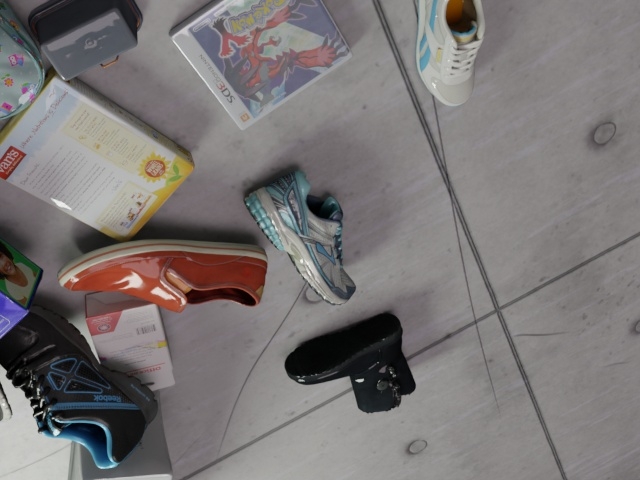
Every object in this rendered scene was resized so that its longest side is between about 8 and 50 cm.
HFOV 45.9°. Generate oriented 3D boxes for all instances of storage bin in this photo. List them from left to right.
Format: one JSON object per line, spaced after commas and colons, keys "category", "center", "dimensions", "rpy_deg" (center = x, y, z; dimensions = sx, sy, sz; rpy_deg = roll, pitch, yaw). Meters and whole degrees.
{"category": "storage bin", "center": [-0.291, -0.257, 0.956], "dimensions": [0.135, 0.091, 0.098], "rpy_deg": [-26, 130, 1]}

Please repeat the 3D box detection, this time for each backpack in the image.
{"category": "backpack", "center": [-0.423, -0.232, 0.911], "dimensions": [0.152, 0.115, 0.182], "rpy_deg": [-37, 132, 6]}

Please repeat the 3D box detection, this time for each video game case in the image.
{"category": "video game case", "center": [-0.079, -0.276, 1.065], "dimensions": [0.201, 0.023, 0.183], "rpy_deg": [-33, 130, 6]}

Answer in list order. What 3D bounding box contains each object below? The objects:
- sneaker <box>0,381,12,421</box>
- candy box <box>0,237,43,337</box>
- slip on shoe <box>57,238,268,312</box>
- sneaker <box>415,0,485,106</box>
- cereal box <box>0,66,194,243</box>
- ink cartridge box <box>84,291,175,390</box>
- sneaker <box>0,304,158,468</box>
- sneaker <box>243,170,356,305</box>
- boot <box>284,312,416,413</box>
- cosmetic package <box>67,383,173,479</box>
{"category": "sneaker", "center": [-0.560, 0.255, 1.150], "dimensions": [0.118, 0.107, 0.279], "rpy_deg": [-22, 175, -45]}
{"category": "candy box", "center": [-0.599, 0.053, 1.028], "dimensions": [0.268, 0.122, 0.317], "rpy_deg": [-39, 119, 12]}
{"category": "slip on shoe", "center": [-0.239, 0.062, 1.191], "dimensions": [0.331, 0.101, 0.123], "rpy_deg": [1, 160, -23]}
{"category": "sneaker", "center": [0.193, -0.290, 1.111], "dimensions": [0.087, 0.092, 0.229], "rpy_deg": [-20, 131, -7]}
{"category": "cereal box", "center": [-0.326, -0.114, 1.080], "dimensions": [0.173, 0.047, 0.240], "rpy_deg": [-44, 128, 16]}
{"category": "ink cartridge box", "center": [-0.320, 0.173, 1.288], "dimensions": [0.115, 0.067, 0.198], "rpy_deg": [-12, 128, -11]}
{"category": "sneaker", "center": [-0.416, 0.222, 1.192], "dimensions": [0.341, 0.140, 0.125], "rpy_deg": [38, 127, -13]}
{"category": "sneaker", "center": [0.000, 0.000, 1.251], "dimensions": [0.122, 0.110, 0.283], "rpy_deg": [-37, 130, 4]}
{"category": "boot", "center": [0.067, 0.272, 1.489], "dimensions": [0.246, 0.094, 0.207], "rpy_deg": [-22, 127, -11]}
{"category": "cosmetic package", "center": [-0.386, 0.480, 1.403], "dimensions": [0.156, 0.217, 0.385], "rpy_deg": [1, 127, -21]}
